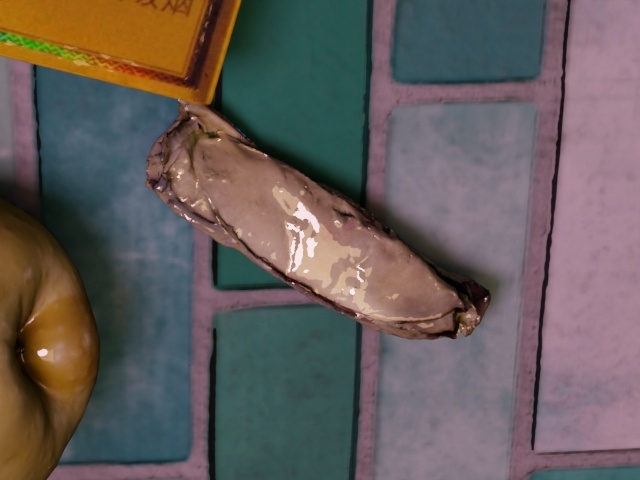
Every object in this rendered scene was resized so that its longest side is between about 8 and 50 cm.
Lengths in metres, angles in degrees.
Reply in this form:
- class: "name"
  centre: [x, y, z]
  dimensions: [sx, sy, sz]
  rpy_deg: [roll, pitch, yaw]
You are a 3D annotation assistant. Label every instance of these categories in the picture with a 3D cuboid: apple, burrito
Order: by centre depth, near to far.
- class: "apple"
  centre: [-0.218, 0.064, 1.057]
  dimensions: [0.200, 0.200, 0.200]
  rpy_deg: [-3, 115, -7]
- class: "burrito"
  centre: [0.000, -0.001, 1.126]
  dimensions: [0.229, 0.063, 0.058]
  rpy_deg: [34, 115, -19]

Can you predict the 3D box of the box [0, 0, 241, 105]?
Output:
- class: "box"
  centre: [-0.108, -0.237, 0.988]
  dimensions: [0.193, 0.084, 0.301]
  rpy_deg: [13, 112, -15]
